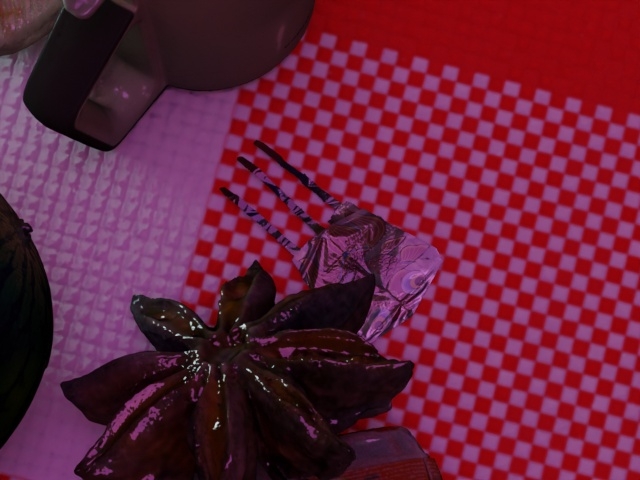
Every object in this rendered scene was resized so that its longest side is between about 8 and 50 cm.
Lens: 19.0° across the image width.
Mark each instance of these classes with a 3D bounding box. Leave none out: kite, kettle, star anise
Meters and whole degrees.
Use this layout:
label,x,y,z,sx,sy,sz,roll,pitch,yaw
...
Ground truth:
label,x,y,z,sx,sy,sz,roll,pitch,yaw
kite,0.000,-0.001,1.847,0.229,0.016,0.127,38,77,5
kettle,-0.135,-0.243,1.707,0.250,0.376,0.361,31,79,4
star anise,-0.073,0.133,1.712,0.332,0.117,0.331,-6,39,5

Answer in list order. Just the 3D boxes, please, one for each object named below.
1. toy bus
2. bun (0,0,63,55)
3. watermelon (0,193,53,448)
label,x,y,z,sx,sy,sz,roll,pitch,yaw
toy bus,-0.013,0.246,1.748,0.265,0.121,0.120,-12,70,-4
bun,-0.332,-0.254,1.837,0.183,0.102,0.183,7,73,-22
watermelon,-0.404,0.079,1.657,0.363,0.363,0.363,0,78,-2
